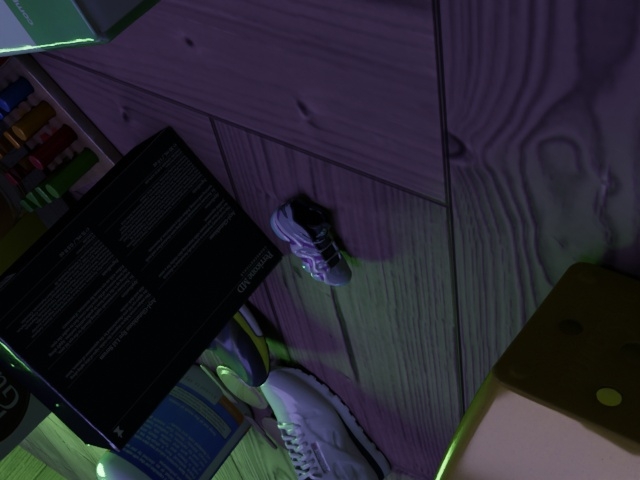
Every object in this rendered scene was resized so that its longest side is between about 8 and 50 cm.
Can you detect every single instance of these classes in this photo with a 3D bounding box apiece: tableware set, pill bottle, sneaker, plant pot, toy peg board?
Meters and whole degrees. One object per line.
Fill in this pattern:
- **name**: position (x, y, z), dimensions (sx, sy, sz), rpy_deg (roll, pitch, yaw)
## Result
- **tableware set**: position (-0.070, 0.228, 1.247), dimensions (0.128, 0.039, 0.194), rpy_deg (0, 134, 51)
- **pill bottle**: position (-0.237, 0.331, 1.347), dimensions (0.152, 0.272, 0.152), rpy_deg (29, 150, 19)
- **sneaker**: position (0.000, 0.000, 0.830), dimensions (0.098, 0.038, 0.069), rpy_deg (42, 153, -6)
- **plant pot**: position (0.208, 0.145, 0.635), dimensions (0.212, 0.212, 0.187), rpy_deg (23, 135, 29)
- **sneaker**: position (-0.192, 0.089, 1.100), dimensions (0.300, 0.121, 0.111), rpy_deg (38, 152, 3)
- **toy peg board**: position (-0.331, -0.111, 1.023), dimensions (0.161, 0.079, 0.161), rpy_deg (49, 150, -18)
- **sneaker**: position (-0.005, 0.259, 1.155), dimensions (0.235, 0.095, 0.090), rpy_deg (50, 152, -16)

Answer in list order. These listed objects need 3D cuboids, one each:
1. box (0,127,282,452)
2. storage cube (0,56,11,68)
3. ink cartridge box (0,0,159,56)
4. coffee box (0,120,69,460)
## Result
- **box**: position (-0.191, 0.047, 0.890), dimensions (0.184, 0.261, 0.103), rpy_deg (49, 151, -16)
- **storage cube**: position (-0.445, -0.196, 0.907), dimensions (0.193, 0.215, 0.183), rpy_deg (44, 152, -23)
- **ink cartridge box**: position (-0.166, -0.212, 0.547), dimensions (0.278, 0.201, 0.117), rpy_deg (8, 138, 46)
- **coffee box**: position (-0.513, 0.097, 1.186), dimensions (0.338, 0.334, 0.338), rpy_deg (-15, 114, 46)
